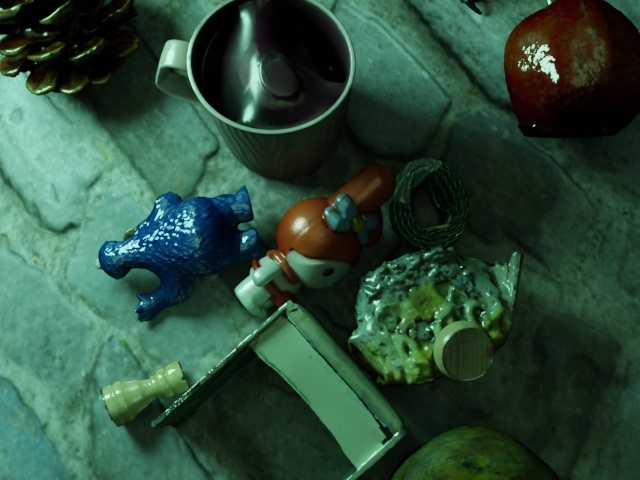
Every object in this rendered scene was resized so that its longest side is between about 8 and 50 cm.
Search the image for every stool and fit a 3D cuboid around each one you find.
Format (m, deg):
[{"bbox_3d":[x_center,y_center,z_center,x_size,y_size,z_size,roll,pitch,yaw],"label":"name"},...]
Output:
[{"bbox_3d":[-0.052,0.264,1.255,0.269,0.170,0.243,-42,80,-6],"label":"stool"}]

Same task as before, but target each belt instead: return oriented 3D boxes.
[{"bbox_3d":[0.166,-0.056,1.355,0.121,0.079,0.151,-8,78,0],"label":"belt"}]

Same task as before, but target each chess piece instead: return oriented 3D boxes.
[{"bbox_3d":[-0.260,0.226,1.320,0.122,0.066,0.066,-24,80,-6],"label":"chess piece"},{"bbox_3d":[0.196,0.151,1.203,0.083,0.038,0.084,-1,95,-11],"label":"chess piece"}]

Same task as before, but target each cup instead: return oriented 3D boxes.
[{"bbox_3d":[-0.094,-0.210,1.292,0.288,0.273,0.208,-14,80,-1],"label":"cup"}]

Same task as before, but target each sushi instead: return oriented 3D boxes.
[{"bbox_3d":[0.168,0.105,1.294,0.274,0.139,0.184,-19,82,-5],"label":"sushi"}]

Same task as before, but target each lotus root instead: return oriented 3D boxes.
[{"bbox_3d":[0.205,0.366,1.149,0.250,0.346,0.250,0,86,5],"label":"lotus root"}]

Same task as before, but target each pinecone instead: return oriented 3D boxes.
[{"bbox_3d":[-0.406,-0.358,1.341,0.244,0.309,0.244,-10,46,10],"label":"pinecone"}]

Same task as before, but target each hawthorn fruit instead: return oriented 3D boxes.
[{"bbox_3d":[0.385,-0.270,1.338,0.215,0.215,0.250,-16,72,-2],"label":"hawthorn fruit"}]

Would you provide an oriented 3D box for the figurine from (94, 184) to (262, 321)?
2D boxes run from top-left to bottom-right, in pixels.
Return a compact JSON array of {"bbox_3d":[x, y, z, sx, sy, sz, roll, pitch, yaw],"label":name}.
[{"bbox_3d":[-0.217,0.004,1.332,0.262,0.121,0.164,-27,83,-1],"label":"figurine"}]

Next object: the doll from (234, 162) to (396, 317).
[{"bbox_3d":[0.000,0.000,1.306,0.290,0.161,0.130,-41,71,2],"label":"doll"}]

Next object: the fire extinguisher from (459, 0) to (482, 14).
[{"bbox_3d":[0.241,-0.460,1.448,0.062,0.050,0.177,5,78,-37],"label":"fire extinguisher"}]
